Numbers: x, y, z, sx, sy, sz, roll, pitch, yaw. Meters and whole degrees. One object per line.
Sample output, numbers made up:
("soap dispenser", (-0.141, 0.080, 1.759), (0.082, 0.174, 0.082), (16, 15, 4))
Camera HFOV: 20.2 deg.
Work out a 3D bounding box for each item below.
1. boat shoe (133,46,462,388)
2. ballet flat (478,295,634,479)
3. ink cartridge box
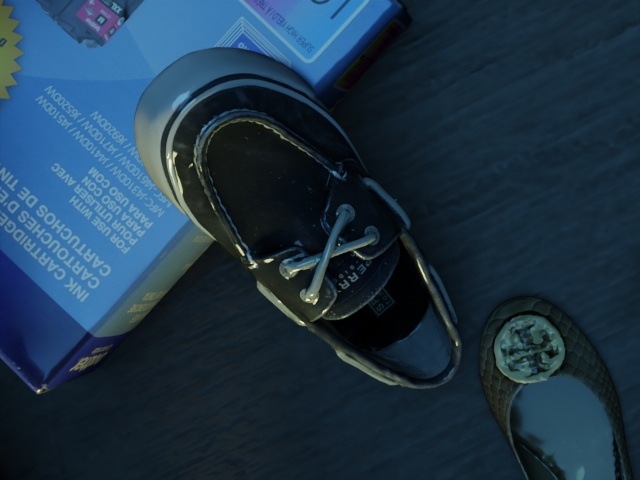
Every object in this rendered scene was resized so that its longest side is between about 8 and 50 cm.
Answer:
("boat shoe", (0.000, 0.000, 1.075), (0.108, 0.301, 0.102), (-40, 47, -1))
("ballet flat", (0.167, 0.156, 1.175), (0.084, 0.058, 0.250), (-17, 90, 7))
("ink cartridge box", (-0.168, -0.091, 1.169), (0.270, 0.151, 0.395), (43, 98, 4))
